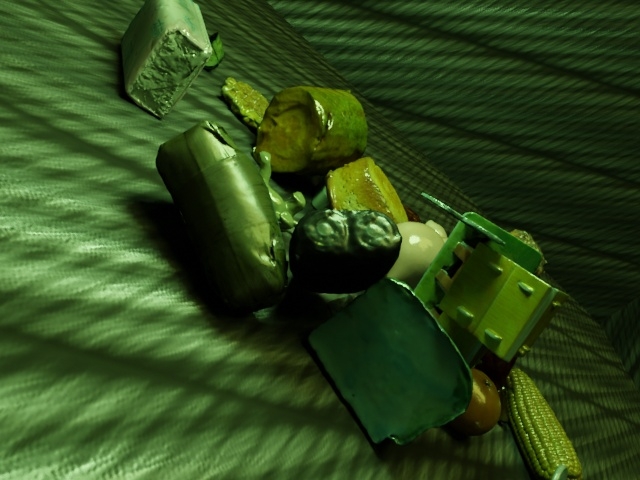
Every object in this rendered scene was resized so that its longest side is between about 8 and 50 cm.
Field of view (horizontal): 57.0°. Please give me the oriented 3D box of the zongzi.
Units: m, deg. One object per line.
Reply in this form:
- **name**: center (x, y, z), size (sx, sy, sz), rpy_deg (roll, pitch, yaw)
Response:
- **zongzi**: center (-0.150, -0.017, 1.106), size (0.360, 0.160, 0.322), rpy_deg (75, -6, -81)

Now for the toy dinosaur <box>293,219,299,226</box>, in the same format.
- **toy dinosaur**: center (-0.002, 0.004, 1.395), size (0.251, 0.072, 0.199), rpy_deg (3, 40, -47)

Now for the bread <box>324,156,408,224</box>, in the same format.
- **bread**: center (0.122, -0.088, 1.511), size (0.268, 0.146, 0.268), rpy_deg (51, 22, -30)

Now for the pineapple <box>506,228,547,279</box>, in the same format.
- **pineapple**: center (0.429, 0.094, 1.615), size (0.175, 0.361, 0.175), rpy_deg (22, 56, -37)

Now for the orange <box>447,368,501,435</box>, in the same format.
- **orange**: center (0.324, 0.348, 1.293), size (0.156, 0.124, 0.156), rpy_deg (42, 21, -20)

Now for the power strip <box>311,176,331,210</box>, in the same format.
- **power strip**: center (0.043, -0.157, 1.726), size (0.091, 0.062, 0.385), rpy_deg (40, 23, -11)

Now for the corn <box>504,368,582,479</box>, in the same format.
- **corn**: center (0.544, 0.472, 1.480), size (0.120, 0.120, 0.363), rpy_deg (35, 25, -26)

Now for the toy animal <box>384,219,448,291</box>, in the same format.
- **toy animal**: center (0.254, 0.070, 1.402), size (0.237, 0.269, 0.326), rpy_deg (37, -18, 43)

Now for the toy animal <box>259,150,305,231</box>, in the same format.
- **toy animal**: center (-0.128, -0.102, 1.298), size (0.218, 0.101, 0.103), rpy_deg (51, 42, 7)

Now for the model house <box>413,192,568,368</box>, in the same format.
- **model house**: center (0.269, 0.105, 1.116), size (0.340, 0.300, 0.323), rpy_deg (30, 9, -8)

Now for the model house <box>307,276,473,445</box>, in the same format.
- **model house**: center (0.165, 0.216, 1.107), size (0.261, 0.226, 0.241), rpy_deg (56, 18, 16)

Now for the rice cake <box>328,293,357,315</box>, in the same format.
- **rice cake**: center (0.165, 0.208, 1.338), size (0.365, 0.056, 0.072), rpy_deg (31, 25, -33)

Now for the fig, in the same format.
- **fig**: center (0.437, 0.305, 1.512), size (0.217, 0.217, 0.320), rpy_deg (0, 69, -61)

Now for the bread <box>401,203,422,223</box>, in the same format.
- **bread**: center (0.240, -0.015, 1.739), size (0.232, 0.135, 0.246), rpy_deg (41, 23, -15)

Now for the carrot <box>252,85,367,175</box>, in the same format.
- **carrot**: center (-0.001, -0.288, 1.583), size (0.341, 0.241, 0.241), rpy_deg (-11, 59, -49)

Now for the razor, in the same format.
- **razor**: center (0.035, 0.036, 1.091), size (0.327, 0.189, 0.107), rpy_deg (102, -11, -74)

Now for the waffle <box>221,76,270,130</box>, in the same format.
- **waffle**: center (-0.185, -0.385, 1.713), size (0.243, 0.059, 0.238), rpy_deg (42, 22, -8)

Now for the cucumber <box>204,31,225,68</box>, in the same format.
- **cucumber**: center (-0.332, -0.571, 1.773), size (0.211, 0.062, 0.078), rpy_deg (-99, 174, -63)

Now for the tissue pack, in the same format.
- **tissue pack**: center (-0.350, -0.430, 1.313), size (0.124, 0.201, 0.271), rpy_deg (24, 29, -37)

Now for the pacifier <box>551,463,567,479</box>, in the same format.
- **pacifier**: center (0.342, 0.509, 1.047), size (0.207, 0.227, 0.279), rpy_deg (22, 30, 31)
